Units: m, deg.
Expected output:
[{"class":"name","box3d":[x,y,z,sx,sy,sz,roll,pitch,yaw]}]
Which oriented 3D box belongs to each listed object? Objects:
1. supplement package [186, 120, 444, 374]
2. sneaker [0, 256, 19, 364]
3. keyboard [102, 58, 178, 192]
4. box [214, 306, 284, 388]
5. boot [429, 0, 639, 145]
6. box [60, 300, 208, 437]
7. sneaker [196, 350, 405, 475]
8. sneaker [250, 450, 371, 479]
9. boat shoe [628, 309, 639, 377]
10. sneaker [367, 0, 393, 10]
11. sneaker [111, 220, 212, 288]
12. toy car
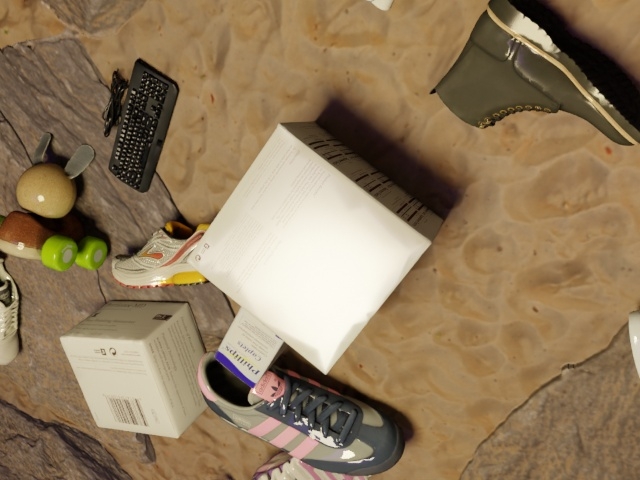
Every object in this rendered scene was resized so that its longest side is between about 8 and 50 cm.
[{"class":"supplement package","box3d":[0.000,0.000,0.819,0.203,0.149,0.194,38,108,6]},{"class":"sneaker","box3d":[-0.595,0.130,1.296,0.095,0.090,0.235,2,118,18]},{"class":"keyboard","box3d":[-0.266,-0.155,0.983,0.100,0.038,0.192,34,126,9]},{"class":"box","box3d":[-0.065,0.105,0.958,0.072,0.126,0.137,35,127,6]},{"class":"boot","box3d":[0.216,-0.138,0.712,0.198,0.077,0.137,50,134,13]},{"class":"box","box3d":[-0.286,0.202,1.138,0.181,0.119,0.181,-2,114,30]},{"class":"sneaker","box3d":[-0.040,0.240,1.004,0.319,0.112,0.131,11,148,22]},{"class":"sneaker","box3d":[-0.023,0.355,1.099,0.237,0.104,0.095,-29,99,14]},{"class":"boat shoe","box3d":[0.398,0.146,0.767,0.083,0.065,0.183,-17,113,33]},{"class":"sneaker","box3d":[0.100,-0.330,0.642,0.323,0.130,0.236,9,130,19]},{"class":"sneaker","box3d":[-0.217,0.019,1.035,0.225,0.088,0.092,-7,92,32]},{"class":"toy car","box3d":[-0.408,-0.064,1.082,0.155,0.149,0.188,17,94,16]}]
